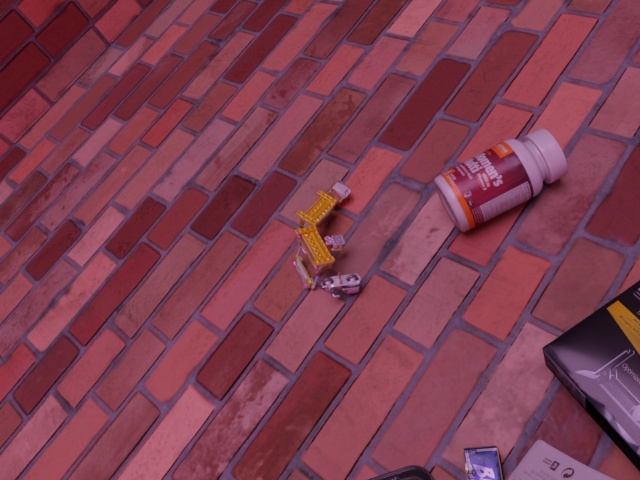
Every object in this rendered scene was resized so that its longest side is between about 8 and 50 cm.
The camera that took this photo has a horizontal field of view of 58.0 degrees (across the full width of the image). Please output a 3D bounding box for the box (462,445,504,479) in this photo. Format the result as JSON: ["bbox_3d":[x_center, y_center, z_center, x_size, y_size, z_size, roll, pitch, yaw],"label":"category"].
[{"bbox_3d":[0.249,0.395,0.846,0.054,0.059,0.169,-11,56,16],"label":"box"}]

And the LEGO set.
[{"bbox_3d":[0.000,0.000,1.215,0.132,0.107,0.287,5,50,-12],"label":"LEGO set"}]

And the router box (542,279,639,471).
[{"bbox_3d":[0.519,0.213,0.825,0.243,0.081,0.309,-35,52,1],"label":"router box"}]

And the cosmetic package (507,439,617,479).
[{"bbox_3d":[0.328,0.380,0.711,0.151,0.184,0.151,-49,14,-10],"label":"cosmetic package"}]

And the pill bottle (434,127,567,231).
[{"bbox_3d":[0.339,-0.116,1.095,0.221,0.121,0.121,-28,52,6],"label":"pill bottle"}]

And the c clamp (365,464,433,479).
[{"bbox_3d":[0.115,0.433,0.907,0.161,0.022,0.137,-27,42,6],"label":"c clamp"}]
